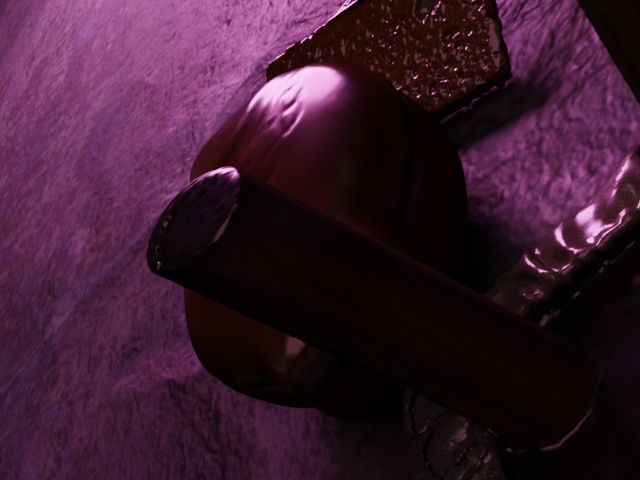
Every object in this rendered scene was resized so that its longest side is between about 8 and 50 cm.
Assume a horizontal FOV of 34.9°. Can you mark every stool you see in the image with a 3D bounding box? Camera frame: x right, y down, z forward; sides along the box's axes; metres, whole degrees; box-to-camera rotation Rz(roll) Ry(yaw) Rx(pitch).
[{"bbox_3d":[0.125,0.022,0.376,0.310,0.226,0.310,-44,35,12],"label":"stool"}]

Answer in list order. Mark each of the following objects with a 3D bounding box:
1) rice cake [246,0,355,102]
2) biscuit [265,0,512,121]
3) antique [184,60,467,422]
[{"bbox_3d":[0.007,-0.160,0.871,0.206,0.047,0.036,-42,43,30],"label":"rice cake"},{"bbox_3d":[0.045,-0.130,0.780,0.231,0.025,0.131,-26,66,40],"label":"biscuit"},{"bbox_3d":[0.000,0.000,0.677,0.223,0.129,0.278,-55,32,9],"label":"antique"}]
